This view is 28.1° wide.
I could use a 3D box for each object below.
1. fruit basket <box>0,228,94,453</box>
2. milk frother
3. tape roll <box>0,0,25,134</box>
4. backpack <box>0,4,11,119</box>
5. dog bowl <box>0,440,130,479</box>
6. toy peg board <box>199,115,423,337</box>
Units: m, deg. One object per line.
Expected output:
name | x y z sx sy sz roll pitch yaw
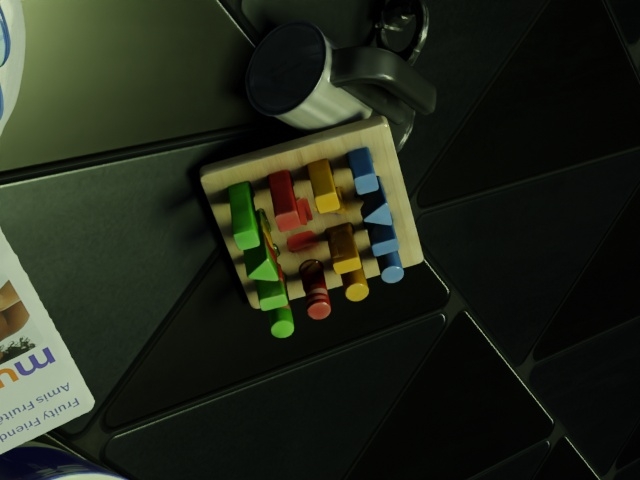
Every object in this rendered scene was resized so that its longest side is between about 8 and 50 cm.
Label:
fruit basket | -0.311 0.067 0.648 0.327 0.165 0.353 -26 132 -10
milk frother | 0.023 -0.156 1.083 0.134 0.129 0.143 26 47 -50
tape roll | -0.291 -0.116 0.771 0.219 0.072 0.219 -23 125 -37
backpack | -0.225 -0.107 0.710 0.084 0.105 0.114 -43 135 -43
dog bowl | -0.230 0.293 0.977 0.265 0.104 0.265 -12 106 -47
toy peg board | 0.000 0.000 1.069 0.160 0.079 0.161 -15 132 4
